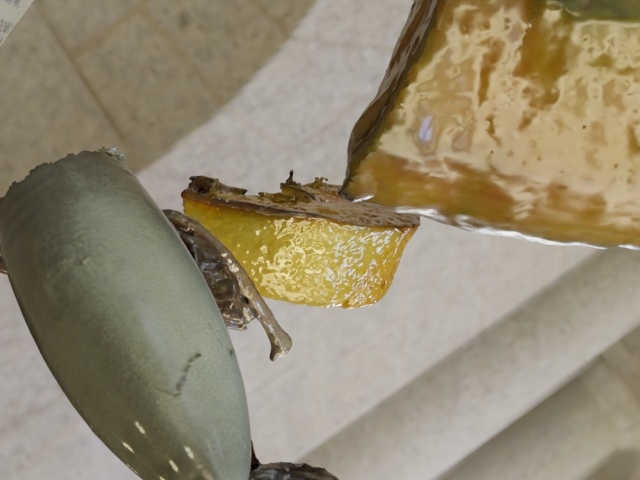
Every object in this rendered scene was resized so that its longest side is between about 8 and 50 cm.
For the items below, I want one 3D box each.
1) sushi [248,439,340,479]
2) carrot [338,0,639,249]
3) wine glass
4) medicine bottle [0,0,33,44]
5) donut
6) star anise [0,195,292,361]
[{"bbox_3d":[-0.040,0.349,1.566,0.182,0.196,0.343,-98,-178,-74],"label":"sushi"},{"bbox_3d":[0.181,-0.109,0.870,0.241,0.341,0.241,-176,-90,-83],"label":"carrot"},{"bbox_3d":[-0.043,0.057,0.508,0.198,0.066,0.066,57,-10,32],"label":"wine glass"},{"bbox_3d":[-0.292,-0.289,1.403,0.190,0.332,0.190,36,5,-4],"label":"medicine bottle"},{"bbox_3d":[0.001,0.001,1.462,0.152,0.101,0.259,16,7,29],"label":"donut"},{"bbox_3d":[-0.130,0.017,1.211,0.262,0.081,0.230,17,-11,-19],"label":"star anise"}]
